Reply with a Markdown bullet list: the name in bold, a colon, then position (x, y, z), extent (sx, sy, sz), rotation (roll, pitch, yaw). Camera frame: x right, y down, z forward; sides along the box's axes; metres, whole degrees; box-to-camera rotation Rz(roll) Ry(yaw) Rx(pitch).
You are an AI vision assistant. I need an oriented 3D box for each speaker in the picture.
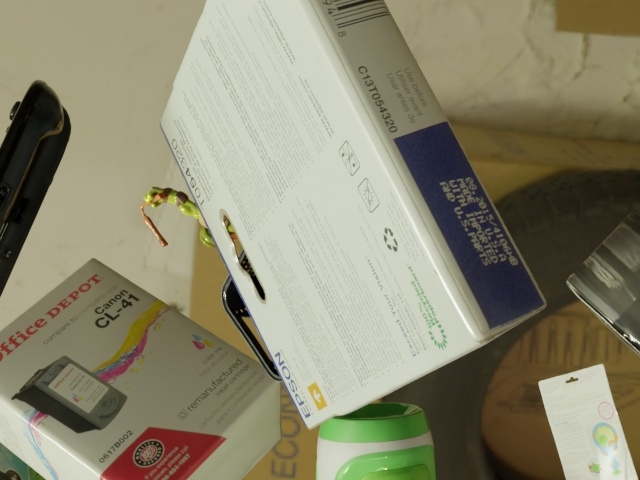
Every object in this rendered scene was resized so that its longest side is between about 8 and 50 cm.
- **speaker**: position (0.064, 0.328, 1.019), extent (0.131, 0.131, 0.297), rotation (169, 98, -84)

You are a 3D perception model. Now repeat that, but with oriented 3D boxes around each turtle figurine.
- **turtle figurine**: position (-0.143, -0.053, 1.459), extent (0.087, 0.269, 0.217), rotation (-53, -15, -43)

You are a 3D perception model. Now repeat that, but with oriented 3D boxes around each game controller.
- **game controller**: position (-0.318, 0.002, 0.894), extent (0.166, 0.067, 0.319), rotation (165, 127, -82)

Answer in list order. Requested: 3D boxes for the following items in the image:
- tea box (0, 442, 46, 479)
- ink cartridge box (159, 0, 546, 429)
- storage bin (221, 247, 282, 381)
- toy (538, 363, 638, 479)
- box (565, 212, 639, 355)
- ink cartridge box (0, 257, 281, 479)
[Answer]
- **tea box**: position (-0.539, 0.352, 1.323), extent (0.220, 0.329, 0.324), rotation (62, -170, -57)
- **ink cartridge box**: position (-0.004, -0.037, 0.742), extent (0.324, 0.071, 0.330), rotation (63, 155, 9)
- **storage bin**: position (-0.007, 0.035, 0.922), extent (0.122, 0.084, 0.180), rotation (52, 133, 25)
- **toy**: position (0.442, 0.325, 1.526), extent (0.137, 0.056, 0.237), rotation (-29, 67, 48)
- **box**: position (0.336, 0.120, 0.752), extent (0.242, 0.076, 0.307), rotation (47, -172, 31)
- **ink cartridge box**: position (-0.228, 0.188, 1.119), extent (0.226, 0.306, 0.131), rotation (-43, -28, -35)
